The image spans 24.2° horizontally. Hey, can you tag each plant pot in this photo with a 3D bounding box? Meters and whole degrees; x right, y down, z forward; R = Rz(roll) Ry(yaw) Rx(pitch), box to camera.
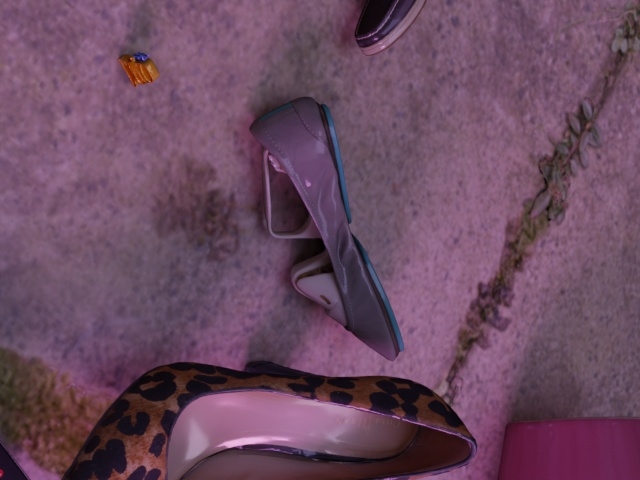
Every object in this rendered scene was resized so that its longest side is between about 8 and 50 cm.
[{"bbox_3d":[0.219,0.237,1.215,0.201,0.201,0.180,8,76,-39],"label":"plant pot"}]

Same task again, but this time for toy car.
[{"bbox_3d":[-0.109,-0.165,0.978,0.060,0.041,0.122,-26,112,-33],"label":"toy car"}]

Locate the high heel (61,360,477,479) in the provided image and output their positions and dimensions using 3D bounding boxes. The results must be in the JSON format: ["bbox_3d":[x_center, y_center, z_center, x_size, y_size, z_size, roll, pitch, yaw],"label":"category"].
[{"bbox_3d":[-0.028,0.136,0.951,0.261,0.186,0.093,-20,116,-54],"label":"high heel"}]

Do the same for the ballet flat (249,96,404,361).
[{"bbox_3d":[0.000,0.000,1.084,0.068,0.072,0.213,-20,111,-6],"label":"ballet flat"}]

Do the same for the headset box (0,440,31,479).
[{"bbox_3d":[-0.292,0.159,0.835,0.218,0.110,0.293,-45,121,-24],"label":"headset box"}]

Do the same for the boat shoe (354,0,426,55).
[{"bbox_3d":[0.057,-0.205,1.100,0.049,0.056,0.152,40,62,-30],"label":"boat shoe"}]
